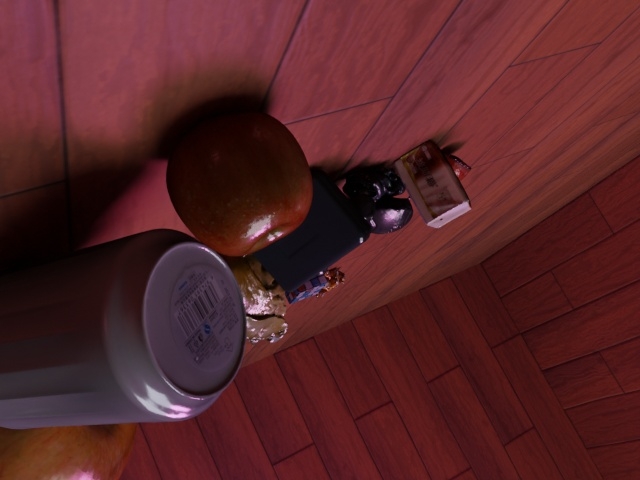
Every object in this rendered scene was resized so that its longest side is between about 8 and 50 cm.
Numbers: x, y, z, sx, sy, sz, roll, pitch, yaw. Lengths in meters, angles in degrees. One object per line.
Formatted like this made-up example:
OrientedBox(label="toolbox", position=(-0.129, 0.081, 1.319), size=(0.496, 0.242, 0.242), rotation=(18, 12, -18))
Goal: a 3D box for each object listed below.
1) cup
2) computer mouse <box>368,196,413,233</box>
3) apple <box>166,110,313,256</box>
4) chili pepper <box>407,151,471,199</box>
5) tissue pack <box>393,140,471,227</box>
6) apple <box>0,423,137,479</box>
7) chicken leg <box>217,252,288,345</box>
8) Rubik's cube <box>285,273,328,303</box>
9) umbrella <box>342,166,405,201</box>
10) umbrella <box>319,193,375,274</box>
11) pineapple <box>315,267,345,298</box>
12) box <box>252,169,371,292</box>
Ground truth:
OrientedBox(label="cup", position=(-0.264, 0.140, 0.875), size=(0.327, 0.236, 0.323), rotation=(-12, 152, 27))
OrientedBox(label="computer mouse", position=(0.131, -0.052, 1.359), size=(0.122, 0.073, 0.217), rotation=(-7, -173, -7))
OrientedBox(label="apple", position=(-0.098, -0.073, 0.806), size=(0.181, 0.168, 0.181), rotation=(-32, 168, -7))
OrientedBox(label="chili pepper", position=(0.240, -0.123, 1.421), size=(0.192, 0.086, 0.084), rotation=(-42, -169, 20))
OrientedBox(label="tissue pack", position=(0.233, -0.113, 1.308), size=(0.099, 0.148, 0.106), rotation=(-31, 166, 18))
OrientedBox(label="apple", position=(-0.505, 0.326, 1.076), size=(0.347, 0.391, 0.391), rotation=(-31, 166, 21))
OrientedBox(label="chicken leg", position=(-0.211, 0.090, 1.206), size=(0.153, 0.201, 0.429), rotation=(16, 179, 33))
OrientedBox(label="Rubik's cube", position=(-0.051, 0.101, 1.691), size=(0.092, 0.092, 0.092), rotation=(-19, 164, -28))
OrientedBox(label="umbrella", position=(0.128, -0.114, 1.301), size=(0.224, 0.080, 0.071), rotation=(-7, 121, -63))
OrientedBox(label="umbrella", position=(-0.004, 0.003, 1.294), size=(0.113, 0.106, 0.358), rotation=(-8, 166, -34))
OrientedBox(label="pineapple", position=(0.017, 0.141, 2.022), size=(0.137, 0.069, 0.116), rotation=(-20, 164, -34))
OrientedBox(label="box", position=(-0.032, -0.014, 1.179), size=(0.230, 0.160, 0.050), rotation=(-37, -174, 36))
